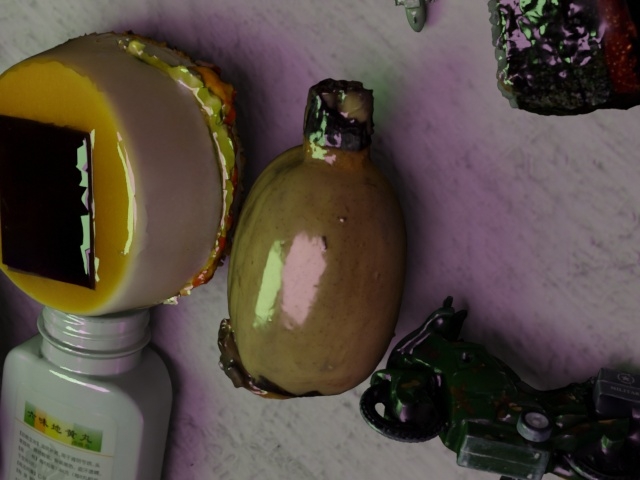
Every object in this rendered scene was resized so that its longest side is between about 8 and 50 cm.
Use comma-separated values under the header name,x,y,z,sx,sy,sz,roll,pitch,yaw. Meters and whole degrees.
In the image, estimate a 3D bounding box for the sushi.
name,x,y,z,sx,sy,sz,roll,pitch,yaw
sushi,0.202,-0.207,1.200,0.126,0.136,0.225,-8,112,30

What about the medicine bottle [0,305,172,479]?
name,x,y,z,sx,sy,sz,roll,pitch,yaw
medicine bottle,-0.255,0.199,1.572,0.179,0.124,0.324,20,117,21

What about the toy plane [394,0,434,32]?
name,x,y,z,sx,sy,sz,roll,pitch,yaw
toy plane,0.082,-0.225,1.307,0.080,0.033,0.083,-5,107,12

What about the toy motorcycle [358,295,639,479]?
name,x,y,z,sx,sy,sz,roll,pitch,yaw
toy motorcycle,0.174,0.147,1.335,0.274,0.187,0.125,14,122,0

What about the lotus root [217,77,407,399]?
name,x,y,z,sx,sy,sz,roll,pitch,yaw
lotus root,0.000,0.000,1.343,0.182,0.183,0.310,15,109,20

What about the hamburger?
name,x,y,z,sx,sy,sz,roll,pitch,yaw
hamburger,-0.201,-0.062,1.416,0.294,0.179,0.276,9,107,34
